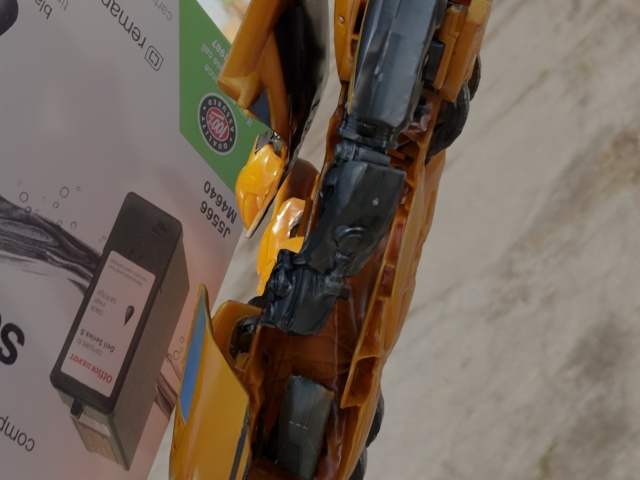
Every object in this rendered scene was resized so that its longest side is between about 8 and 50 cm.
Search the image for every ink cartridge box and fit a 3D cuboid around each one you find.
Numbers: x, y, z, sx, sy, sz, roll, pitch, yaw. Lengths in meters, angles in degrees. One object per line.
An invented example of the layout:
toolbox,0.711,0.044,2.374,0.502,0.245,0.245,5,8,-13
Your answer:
ink cartridge box,-0.143,0.000,0.544,0.114,0.198,0.273,-1,56,33

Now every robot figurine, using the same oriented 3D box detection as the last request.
robot figurine,0.000,0.000,0.510,0.211,0.085,0.291,-64,-12,-65
